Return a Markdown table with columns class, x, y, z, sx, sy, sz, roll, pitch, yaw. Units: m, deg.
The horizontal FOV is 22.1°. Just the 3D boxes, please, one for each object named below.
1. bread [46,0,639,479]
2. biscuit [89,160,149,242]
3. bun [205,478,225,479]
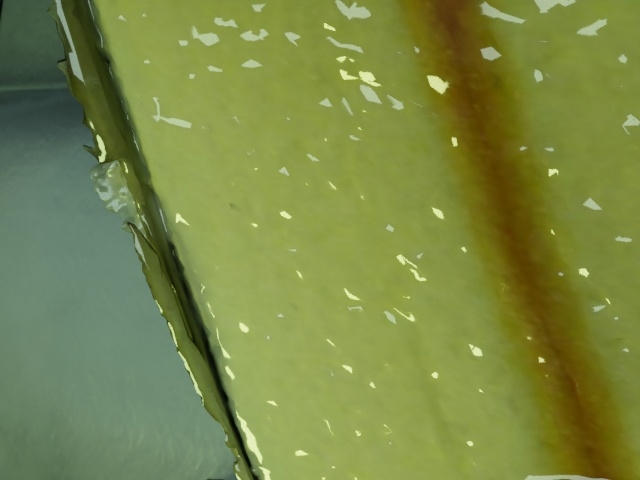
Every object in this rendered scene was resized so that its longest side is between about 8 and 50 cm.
| class | x | y | z | sx | sy | sz | roll | pitch | yaw |
| --- | --- | --- | --- | --- | --- | --- | --- | --- | --- |
| bread | 0.085 | 0.053 | 0.638 | 0.346 | 0.242 | 0.405 | -12 | 67 | 23 |
| biscuit | 0.000 | 0.000 | 0.867 | 0.179 | 0.084 | 0.281 | -47 | 55 | 19 |
| bun | -0.076 | 0.240 | 0.852 | 0.231 | 0.133 | 0.231 | -10 | 76 | 43 |
